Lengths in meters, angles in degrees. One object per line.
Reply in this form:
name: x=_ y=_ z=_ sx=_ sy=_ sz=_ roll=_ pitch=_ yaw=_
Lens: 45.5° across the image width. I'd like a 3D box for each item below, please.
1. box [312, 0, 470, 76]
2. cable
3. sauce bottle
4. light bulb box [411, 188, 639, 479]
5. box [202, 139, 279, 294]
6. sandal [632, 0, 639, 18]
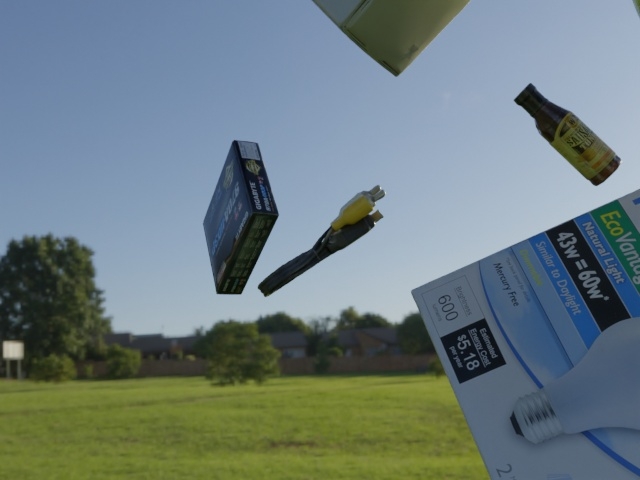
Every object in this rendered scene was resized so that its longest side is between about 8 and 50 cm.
box: x=-0.007 y=-0.264 z=0.614 sx=0.094 sy=0.275 sz=0.113 roll=-45 pitch=-24 yaw=15
cable: x=0.000 y=0.000 z=1.395 sx=0.287 sy=0.072 sz=0.139 roll=-32 pitch=-3 yaw=-7
sauce bottle: x=0.259 y=-0.114 z=0.808 sx=0.042 sy=0.128 sz=0.042 roll=-48 pitch=-2 yaw=-2
light bulb box: x=0.367 y=0.178 z=1.024 sx=0.361 sy=0.358 sz=0.225 roll=-25 pitch=-32 yaw=7
box: x=-0.146 y=-0.038 z=1.345 sx=0.051 sy=0.175 sz=0.220 roll=3 pitch=-41 yaw=-25
sandal: x=0.312 y=-0.248 z=0.519 sx=0.138 sy=0.126 sz=0.317 roll=-24 pitch=-3 yaw=5
